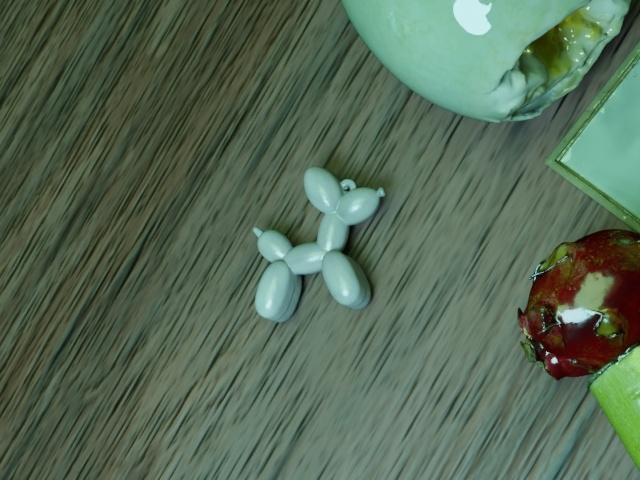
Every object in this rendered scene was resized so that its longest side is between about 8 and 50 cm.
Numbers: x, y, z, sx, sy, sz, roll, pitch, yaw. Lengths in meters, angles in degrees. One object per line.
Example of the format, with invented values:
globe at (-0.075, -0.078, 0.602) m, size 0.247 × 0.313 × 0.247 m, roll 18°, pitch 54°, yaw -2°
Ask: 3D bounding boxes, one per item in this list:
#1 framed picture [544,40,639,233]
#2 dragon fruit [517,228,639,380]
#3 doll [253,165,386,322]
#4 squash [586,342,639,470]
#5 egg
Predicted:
framed picture at (0.335, -0.119, 1.435) m, size 0.136 × 0.010 × 0.201 m, roll 41°, pitch 97°, yaw 29°
dragon fruit at (0.298, 0.038, 1.363) m, size 0.246 × 0.125 × 0.125 m, roll -25°, pitch 51°, yaw 1°
doll at (0.000, 0.000, 1.544) m, size 0.161 × 0.059 × 0.160 m, roll -12°, pitch 72°, yaw 24°
squash at (0.332, 0.172, 1.292) m, size 0.123 × 0.123 × 0.186 m, roll -35°, pitch 64°, yaw 14°
egg at (0.144, -0.290, 1.421) m, size 0.278 × 0.278 × 0.336 m, roll -41°, pitch 69°, yaw 11°
